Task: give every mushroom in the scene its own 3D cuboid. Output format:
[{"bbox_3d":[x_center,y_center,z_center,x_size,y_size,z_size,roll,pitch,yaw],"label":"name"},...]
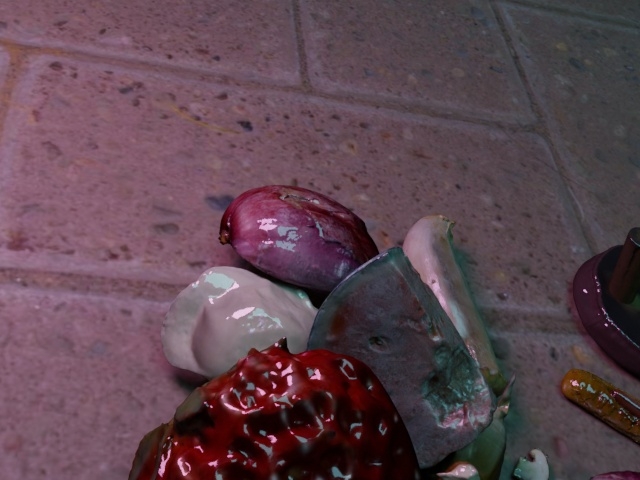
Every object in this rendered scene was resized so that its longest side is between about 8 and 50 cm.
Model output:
[{"bbox_3d":[0.281,0.318,1.164,0.049,0.019,0.101,33,43,10],"label":"mushroom"},{"bbox_3d":[0.188,0.095,1.296,0.122,0.095,0.351,21,41,-30],"label":"mushroom"}]

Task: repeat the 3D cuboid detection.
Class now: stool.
[{"bbox_3d":[0.561,0.080,1.384,0.272,0.178,0.272,12,46,-12],"label":"stool"}]

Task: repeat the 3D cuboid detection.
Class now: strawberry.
[{"bbox_3d":[-0.026,0.298,0.891,0.345,0.317,0.295,57,21,11],"label":"strawberry"}]

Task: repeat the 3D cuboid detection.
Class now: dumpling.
[{"bbox_3d":[-0.079,0.125,1.127,0.250,0.132,0.162,14,82,-9],"label":"dumpling"}]

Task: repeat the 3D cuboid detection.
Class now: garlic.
[{"bbox_3d":[0.200,0.267,1.103,0.090,0.129,0.198,29,43,18],"label":"garlic"}]

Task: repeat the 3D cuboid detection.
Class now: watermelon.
[{"bbox_3d":[0.107,0.152,1.072,0.226,0.319,0.148,7,18,18],"label":"watermelon"}]

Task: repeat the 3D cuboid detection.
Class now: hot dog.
[{"bbox_3d":[0.457,0.252,1.274,0.215,0.047,0.066,33,43,11],"label":"hot dog"}]

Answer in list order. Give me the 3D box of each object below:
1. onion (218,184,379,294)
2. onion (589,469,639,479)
[{"bbox_3d":[0.000,0.000,1.247,0.283,0.120,0.227,22,12,-29],"label":"onion"},{"bbox_3d":[0.458,0.398,1.093,0.247,0.111,0.250,20,42,0],"label":"onion"}]
